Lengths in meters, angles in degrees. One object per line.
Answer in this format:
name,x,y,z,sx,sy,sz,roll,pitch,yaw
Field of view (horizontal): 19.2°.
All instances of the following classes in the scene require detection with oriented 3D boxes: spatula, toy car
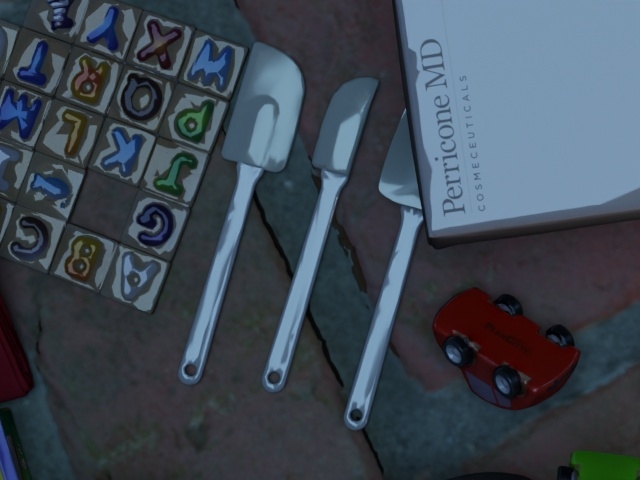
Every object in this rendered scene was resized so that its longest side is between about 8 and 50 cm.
spatula,0.000,0.000,1.293,0.168,0.019,0.242,16,91,7
toy car,0.179,0.135,1.197,0.239,0.053,0.225,7,45,7

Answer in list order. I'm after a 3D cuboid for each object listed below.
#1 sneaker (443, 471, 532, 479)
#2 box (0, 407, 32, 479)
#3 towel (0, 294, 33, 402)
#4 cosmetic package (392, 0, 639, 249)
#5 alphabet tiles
sneaker,0.042,0.279,1.194,0.314,0.116,0.136,-39,57,-12
box,-0.289,0.190,1.310,0.179,0.043,0.105,-18,86,4
towel,-0.353,0.055,1.303,0.275,0.031,0.198,-16,111,8
cosmetic package,0.233,-0.114,1.191,0.366,0.155,0.197,-9,88,3
alphabet tiles,-0.193,-0.081,1.326,0.237,0.009,0.198,20,92,7
